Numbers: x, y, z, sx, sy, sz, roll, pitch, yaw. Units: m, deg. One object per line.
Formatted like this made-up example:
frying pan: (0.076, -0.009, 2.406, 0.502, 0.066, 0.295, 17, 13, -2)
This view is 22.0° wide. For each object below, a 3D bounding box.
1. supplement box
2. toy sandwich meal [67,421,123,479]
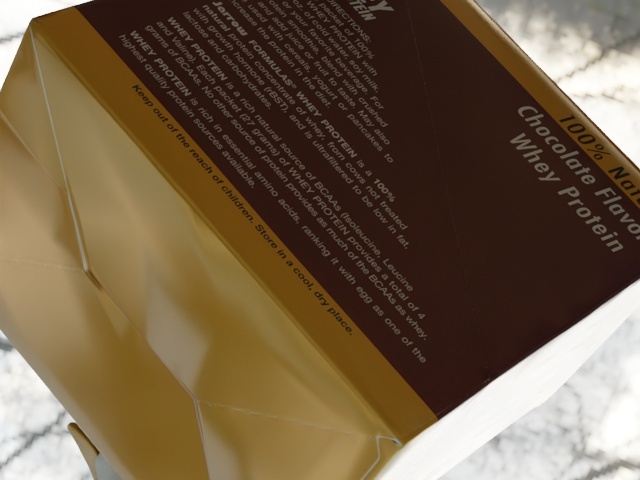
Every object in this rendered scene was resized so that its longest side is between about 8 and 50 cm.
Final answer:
supplement box: (0.000, 0.000, 0.630, 0.191, 0.129, 0.194, 48, -135, 14)
toy sandwich meal: (-0.084, 0.092, 0.723, 0.029, 0.086, 0.085, -1, -152, -38)
